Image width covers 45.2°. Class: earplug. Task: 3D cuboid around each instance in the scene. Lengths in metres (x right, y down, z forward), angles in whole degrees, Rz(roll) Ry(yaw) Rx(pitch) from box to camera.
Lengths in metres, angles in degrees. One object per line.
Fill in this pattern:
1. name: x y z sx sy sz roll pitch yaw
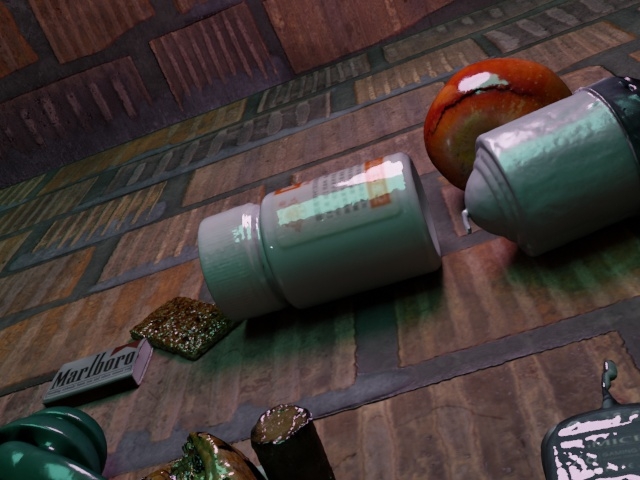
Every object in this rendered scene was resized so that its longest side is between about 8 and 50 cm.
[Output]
1. earplug: -0.335 0.305 1.029 0.258 0.163 0.280 -15 14 2

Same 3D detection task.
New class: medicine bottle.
1. medicine bottle: 0.000 0.000 1.298 0.372 0.211 0.211 -16 25 13

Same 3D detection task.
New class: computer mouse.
1. computer mouse: 0.294 0.234 0.722 0.167 0.090 0.379 -12 21 21

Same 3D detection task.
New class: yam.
1. yam: -0.026 0.257 0.879 0.079 0.141 0.079 -17 26 8

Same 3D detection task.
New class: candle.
1. candle: 0.364 -0.104 1.189 0.343 0.221 0.221 -22 24 4

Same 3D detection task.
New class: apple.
1. apple: 0.328 -0.210 1.401 0.272 0.251 0.206 -22 20 33

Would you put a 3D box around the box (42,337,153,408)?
1. box: -0.393 0.237 1.364 0.178 0.035 0.115 -19 24 10

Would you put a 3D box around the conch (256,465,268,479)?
1. conch: -0.098 0.318 0.927 0.180 0.088 0.065 -30 68 -30

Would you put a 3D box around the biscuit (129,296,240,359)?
1. biscuit: -0.254 0.155 1.424 0.231 0.025 0.131 6 37 47

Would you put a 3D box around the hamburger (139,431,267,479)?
1. hamburger: -0.082 0.294 0.760 0.107 0.231 0.231 -40 27 -7
